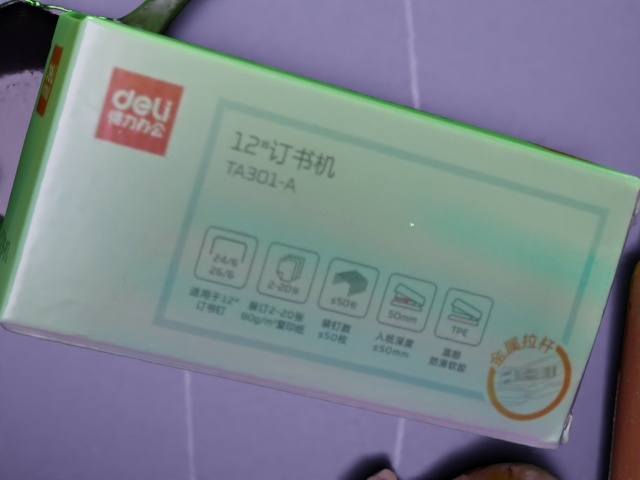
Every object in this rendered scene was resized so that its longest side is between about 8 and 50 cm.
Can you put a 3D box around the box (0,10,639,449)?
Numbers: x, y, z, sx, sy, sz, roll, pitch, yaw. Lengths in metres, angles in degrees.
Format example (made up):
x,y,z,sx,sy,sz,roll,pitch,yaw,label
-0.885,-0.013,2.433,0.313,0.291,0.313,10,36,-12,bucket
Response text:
x,y,z,sx,sy,sz,roll,pitch,yaw,label
0.000,0.000,0.627,0.269,0.079,0.135,14,98,-18,box

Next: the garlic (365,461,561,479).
x,y,z,sx,sy,sz,roll,pitch,yaw,label
0.058,0.181,0.676,0.124,0.099,0.174,42,93,-20,garlic

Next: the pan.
x,y,z,sx,sy,sz,roll,pitch,yaw,label
-0.099,-0.058,0.663,0.202,0.048,0.128,-22,98,3,pan

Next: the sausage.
x,y,z,sx,sy,sz,roll,pitch,yaw,label
0.157,0.120,0.699,0.034,0.034,0.253,3,97,-2,sausage
